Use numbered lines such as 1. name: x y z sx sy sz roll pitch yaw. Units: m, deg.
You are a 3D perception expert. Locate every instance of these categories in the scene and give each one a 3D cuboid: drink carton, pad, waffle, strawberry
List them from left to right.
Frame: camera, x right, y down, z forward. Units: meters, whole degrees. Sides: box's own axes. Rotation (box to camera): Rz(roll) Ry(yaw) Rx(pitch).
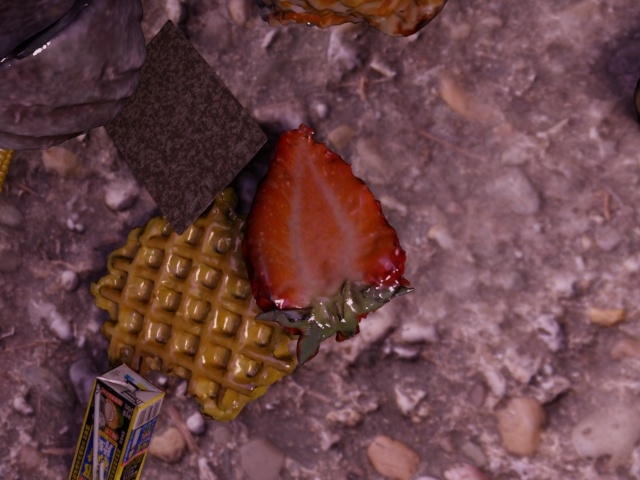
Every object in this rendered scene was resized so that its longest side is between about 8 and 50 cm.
1. drink carton: -0.242 0.234 1.001 0.071 0.056 0.165 31 116 22
2. pad: -0.173 -0.138 1.016 0.158 0.003 0.235 -46 61 14
3. waffle: -0.146 0.084 0.996 0.291 0.051 0.291 -2 84 22
4. strawberry: -0.016 0.002 0.914 0.174 0.098 0.228 -28 70 -7

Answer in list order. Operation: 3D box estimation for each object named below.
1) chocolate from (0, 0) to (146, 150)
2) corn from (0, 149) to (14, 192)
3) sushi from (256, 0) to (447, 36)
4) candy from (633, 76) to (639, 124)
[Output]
1. chocolate: -0.331 -0.212 0.985 0.303 0.213 0.303 -9 52 12
2. corn: -0.471 -0.050 1.104 0.106 0.106 0.305 23 92 21
3. sushi: 0.013 -0.394 0.800 0.418 0.176 0.417 14 107 56
4. candy: 0.393 -0.172 0.770 0.234 0.104 0.102 -46 68 13
